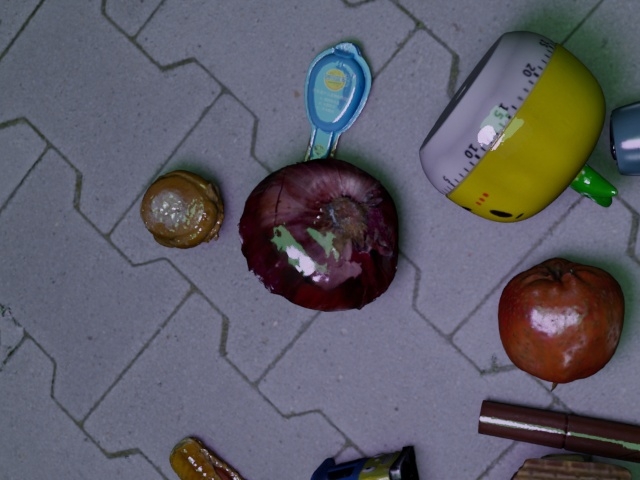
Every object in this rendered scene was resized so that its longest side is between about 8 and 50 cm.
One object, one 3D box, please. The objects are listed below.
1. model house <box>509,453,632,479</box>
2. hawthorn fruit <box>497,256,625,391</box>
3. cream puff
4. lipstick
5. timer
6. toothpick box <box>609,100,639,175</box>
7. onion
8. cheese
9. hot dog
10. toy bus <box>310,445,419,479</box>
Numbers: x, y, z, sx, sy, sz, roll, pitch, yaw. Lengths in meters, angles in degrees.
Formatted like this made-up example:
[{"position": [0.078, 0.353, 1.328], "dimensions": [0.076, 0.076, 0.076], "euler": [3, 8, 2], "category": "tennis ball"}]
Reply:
[{"position": [0.320, 0.438, 1.366], "dimensions": [0.261, 0.321, 0.266], "euler": [0, 82, 13], "category": "model house"}, {"position": [0.346, 0.130, 1.404], "dimensions": [0.179, 0.179, 0.200], "euler": [0, 106, 16], "category": "hawthorn fruit"}, {"position": [-0.222, -0.049, 1.587], "dimensions": [0.144, 0.103, 0.126], "euler": [5, 89, 16], "category": "cream puff"}, {"position": [0.415, 0.293, 1.448], "dimensions": [0.356, 0.057, 0.057], "euler": [8, 95, 15], "category": "lipstick"}, {"position": [0.304, -0.130, 1.360], "dimensions": [0.285, 0.285, 0.285], "euler": [1, 93, 16], "category": "timer"}, {"position": [0.502, -0.151, 1.367], "dimensions": [0.184, 0.120, 0.120], "euler": [-7, 91, 20], "category": "toothpick box"}, {"position": [0.000, 0.000, 1.482], "dimensions": [0.252, 0.219, 0.252], "euler": [8, 62, -14], "category": "onion"}, {"position": [0.012, -0.190, 1.547], "dimensions": [0.106, 0.037, 0.256], "euler": [18, 104, 14], "category": "cheese"}, {"position": [-0.141, 0.442, 1.612], "dimensions": [0.289, 0.068, 0.083], "euler": [42, 110, 9], "category": "hot dog"}, {"position": [0.095, 0.478, 1.508], "dimensions": [0.175, 0.138, 0.288], "euler": [-12, 90, 15], "category": "toy bus"}]
